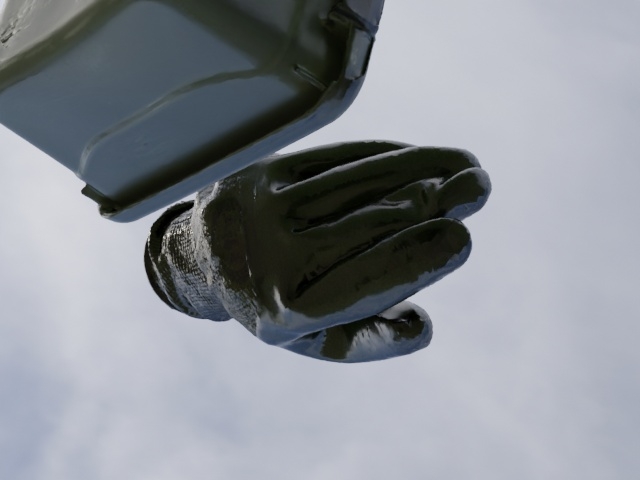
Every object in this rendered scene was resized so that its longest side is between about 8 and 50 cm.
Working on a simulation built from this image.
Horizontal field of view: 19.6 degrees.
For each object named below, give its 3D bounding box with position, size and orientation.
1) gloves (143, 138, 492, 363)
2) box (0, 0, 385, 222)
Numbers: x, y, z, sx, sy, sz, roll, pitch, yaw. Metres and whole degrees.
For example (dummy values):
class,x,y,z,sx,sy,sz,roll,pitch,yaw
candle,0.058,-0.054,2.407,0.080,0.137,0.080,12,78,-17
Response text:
class,x,y,z,sx,sy,sz,roll,pitch,yaw
gloves,-0.012,0.006,1.013,0.268,0.107,0.135,-12,-74,51
box,-0.058,-0.092,0.722,0.172,0.093,0.124,-24,-135,47
